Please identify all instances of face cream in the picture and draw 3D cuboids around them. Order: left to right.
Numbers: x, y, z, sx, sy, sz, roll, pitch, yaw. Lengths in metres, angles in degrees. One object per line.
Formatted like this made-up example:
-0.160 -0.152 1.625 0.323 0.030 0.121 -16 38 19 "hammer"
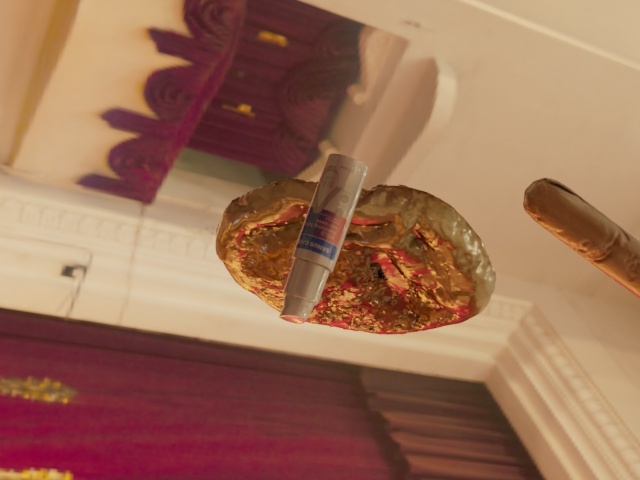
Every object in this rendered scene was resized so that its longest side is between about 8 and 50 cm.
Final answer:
0.000 0.000 0.731 0.034 0.034 0.130 1 -111 61 "face cream"

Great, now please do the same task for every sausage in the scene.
0.382 0.020 1.232 0.066 0.301 0.066 -55 -172 12 "sausage"

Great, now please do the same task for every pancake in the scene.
0.043 0.034 1.264 0.387 0.387 0.082 -32 -138 52 "pancake"
